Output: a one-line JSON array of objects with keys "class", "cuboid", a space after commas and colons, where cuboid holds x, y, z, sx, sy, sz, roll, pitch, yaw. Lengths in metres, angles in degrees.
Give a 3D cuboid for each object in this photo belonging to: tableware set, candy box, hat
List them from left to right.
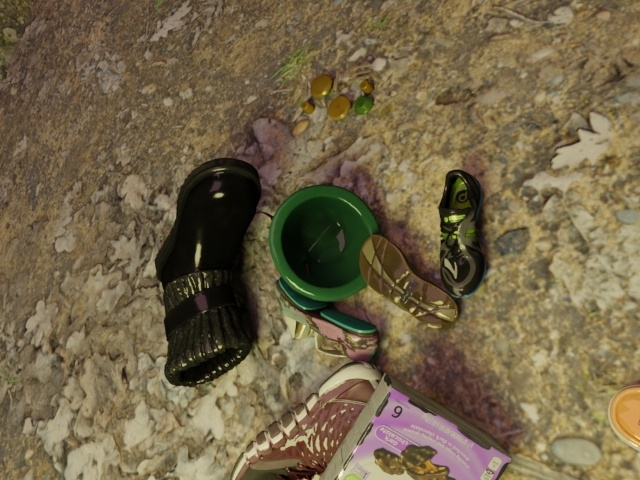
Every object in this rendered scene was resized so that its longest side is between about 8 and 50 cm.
[{"class": "hat", "cuboid": [0.000, 0.000, 0.977, 0.173, 0.183, 0.208, -24, 85, -4]}, {"class": "tableware set", "cuboid": [0.031, -0.264, 1.065, 0.154, 0.024, 0.103, -3, 73, 34]}, {"class": "candy box", "cuboid": [0.100, 0.289, 0.695, 0.165, 0.070, 0.196, 31, 92, -2]}]

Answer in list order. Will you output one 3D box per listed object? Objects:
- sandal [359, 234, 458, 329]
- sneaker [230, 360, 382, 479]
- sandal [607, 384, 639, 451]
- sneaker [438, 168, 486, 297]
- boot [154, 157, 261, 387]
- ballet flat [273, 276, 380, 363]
[{"class": "sandal", "cuboid": [0.127, 0.063, 0.846, 0.180, 0.049, 0.072, 40, 103, 25]}, {"class": "sneaker", "cuboid": [0.004, 0.310, 0.794, 0.281, 0.106, 0.162, -46, 55, 11]}, {"class": "sandal", "cuboid": [0.413, 0.206, 0.554, 0.265, 0.076, 0.101, 9, 77, 38]}, {"class": "sneaker", "cuboid": [0.189, -0.012, 0.807, 0.067, 0.078, 0.188, -7, 69, 34]}, {"class": "boot", "cuboid": [-0.177, 0.062, 0.968, 0.348, 0.131, 0.260, -57, 38, 40]}, {"class": "ballet flat", "cuboid": [-0.002, 0.130, 0.899, 0.222, 0.077, 0.079, 26, 110, 40]}]
